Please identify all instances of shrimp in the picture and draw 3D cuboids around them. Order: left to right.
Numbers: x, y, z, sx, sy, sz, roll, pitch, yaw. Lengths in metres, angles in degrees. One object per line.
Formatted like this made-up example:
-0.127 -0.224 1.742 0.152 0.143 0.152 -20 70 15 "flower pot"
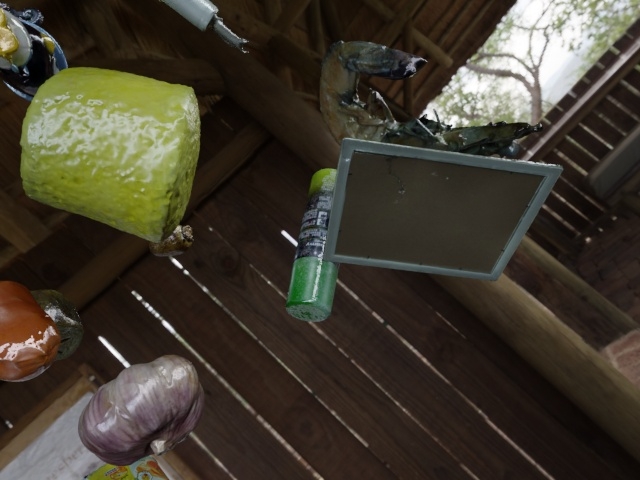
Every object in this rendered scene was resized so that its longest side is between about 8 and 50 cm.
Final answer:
0.142 -0.211 0.710 0.085 0.272 0.445 -42 34 -19 "shrimp"

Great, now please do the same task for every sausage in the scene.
-0.579 0.160 0.781 0.133 0.258 0.133 -38 -36 -33 "sausage"

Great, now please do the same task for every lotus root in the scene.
-0.699 0.214 1.089 0.138 0.119 0.235 -39 -24 -11 "lotus root"
-0.527 0.011 1.477 0.191 0.108 0.094 -23 18 21 "lotus root"

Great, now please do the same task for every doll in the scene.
-0.629 -0.392 0.913 0.141 0.177 0.314 -24 13 -15 "doll"

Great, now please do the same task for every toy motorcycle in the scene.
-0.863 -0.579 1.155 0.082 0.213 0.122 94 179 -83 "toy motorcycle"

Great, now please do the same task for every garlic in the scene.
-0.215 0.216 0.531 0.159 0.102 0.147 -43 -32 17 "garlic"

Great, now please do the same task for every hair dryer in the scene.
-0.277 -0.422 0.713 0.173 0.357 0.107 -45 21 30 "hair dryer"

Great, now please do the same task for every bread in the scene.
-0.419 -0.186 0.906 0.348 0.308 0.347 -166 90 -75 "bread"

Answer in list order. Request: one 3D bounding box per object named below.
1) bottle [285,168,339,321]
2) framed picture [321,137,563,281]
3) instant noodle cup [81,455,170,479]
0.000 0.000 0.884 0.093 0.093 0.329 121 163 -54 "bottle"
0.160 -0.036 0.634 0.018 0.294 0.231 -85 3 -47 "framed picture"
-0.313 0.465 0.693 0.205 0.153 0.204 -22 -54 -33 "instant noodle cup"
